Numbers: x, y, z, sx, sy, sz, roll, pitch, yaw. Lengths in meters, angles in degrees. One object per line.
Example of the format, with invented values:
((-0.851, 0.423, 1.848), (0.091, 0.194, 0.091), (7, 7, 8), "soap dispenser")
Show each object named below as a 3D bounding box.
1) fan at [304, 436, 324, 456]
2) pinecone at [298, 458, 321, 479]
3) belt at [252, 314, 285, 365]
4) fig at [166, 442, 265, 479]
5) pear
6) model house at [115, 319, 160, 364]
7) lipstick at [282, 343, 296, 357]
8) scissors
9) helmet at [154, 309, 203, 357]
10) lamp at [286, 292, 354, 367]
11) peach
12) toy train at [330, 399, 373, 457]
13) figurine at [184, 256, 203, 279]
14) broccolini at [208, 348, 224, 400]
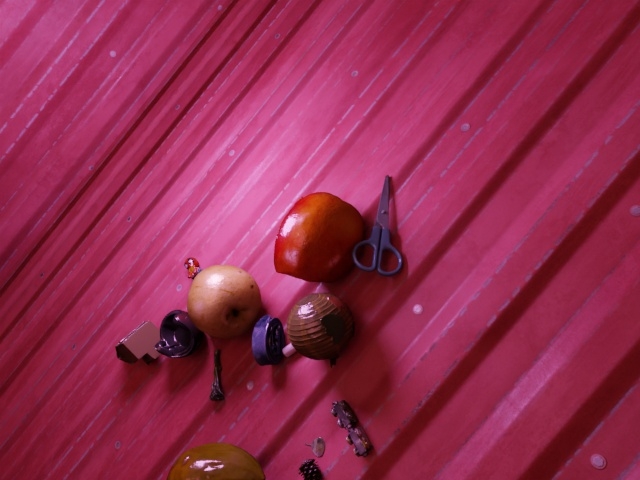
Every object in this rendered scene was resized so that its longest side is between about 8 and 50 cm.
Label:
((-0.015, 0.722, 1.654), (0.080, 0.003, 0.060), (31, 86, 36), "fan")
((-0.034, 0.789, 1.592), (0.077, 0.077, 0.083), (-46, 58, 5), "pinecone")
((-0.199, 0.390, 1.825), (0.082, 0.141, 0.190), (-11, 61, 25), "belt")
((-0.352, 0.866, 1.608), (0.343, 0.343, 0.343), (-12, 63, 26), "fig")
((-0.398, 0.243, 1.914), (0.309, 0.309, 0.309), (-12, 63, 26), "pear")
((-0.851, 0.501, 2.169), (0.248, 0.176, 0.181), (-27, 14, 43), "model house")
((-0.083, 0.400, 1.815), (0.141, 0.040, 0.040), (-38, 55, 11), "lipstick")
((0.238, -0.073, 1.808), (0.193, 0.029, 0.447), (13, 62, -4), "scissors")
((-0.607, 0.405, 2.025), (0.216, 0.193, 0.189), (38, 98, 32), "helmet")
((0.009, 0.331, 1.683), (0.250, 0.250, 0.284), (-18, 101, 23), "lamp")
((0.000, 0.000, 1.792), (0.242, 0.306, 0.380), (19, 74, 42), "peach")
((0.106, 0.634, 1.580), (0.060, 0.081, 0.202), (-40, 62, 10), "toy train")
((-0.602, 0.131, 2.221), (0.068, 0.075, 0.140), (-41, 44, 11), "figurine")
((-0.435, 0.555, 1.942), (0.067, 0.058, 0.216), (-21, 59, 25), "broccolini")
